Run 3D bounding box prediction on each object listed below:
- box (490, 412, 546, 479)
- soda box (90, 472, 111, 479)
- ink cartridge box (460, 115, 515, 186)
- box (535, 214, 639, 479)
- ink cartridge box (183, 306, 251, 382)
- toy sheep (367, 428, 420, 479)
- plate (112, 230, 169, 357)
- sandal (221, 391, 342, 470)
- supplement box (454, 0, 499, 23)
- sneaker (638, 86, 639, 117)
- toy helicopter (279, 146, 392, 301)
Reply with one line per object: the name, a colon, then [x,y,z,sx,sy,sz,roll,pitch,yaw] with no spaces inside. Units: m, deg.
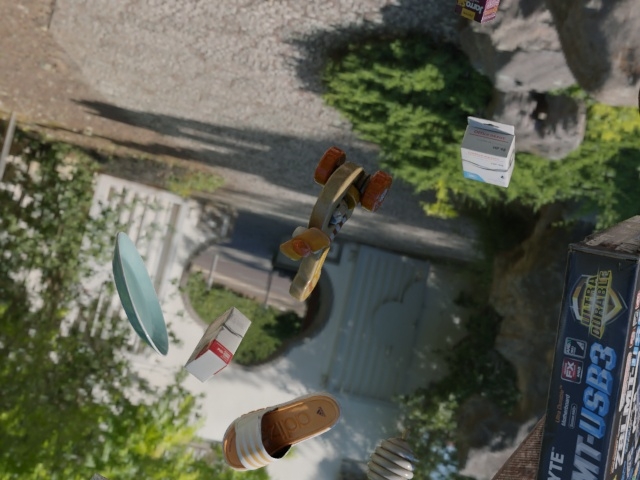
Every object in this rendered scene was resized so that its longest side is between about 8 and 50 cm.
box: [0.460,0.439,1.414,0.381,0.191,0.143,-38,-169,-35]
soda box: [-0.508,0.617,1.667,0.069,0.216,0.074,19,159,47]
ink cartridge box: [0.361,-0.190,1.680,0.104,0.060,0.180,16,163,19]
box: [0.312,0.133,0.815,0.073,0.295,0.293,11,-167,34]
ink cartridge box: [-0.213,0.216,1.621,0.056,0.135,0.099,42,130,-13]
toy sheep: [0.129,0.398,1.386,0.091,0.132,0.091,22,168,5]
plate: [-0.257,0.078,1.092,0.024,0.188,0.188,-19,177,-2]
sandal: [-0.086,0.355,1.445,0.265,0.102,0.076,-30,178,19]
supplement box: [0.246,-0.385,1.193,0.055,0.083,0.043,32,-137,29]
sneaker: [0.529,-0.199,1.072,0.106,0.281,0.162,-6,124,53]
toy helicopter: [0.000,0.000,1.575,0.140,0.355,0.235,29,-141,10]
